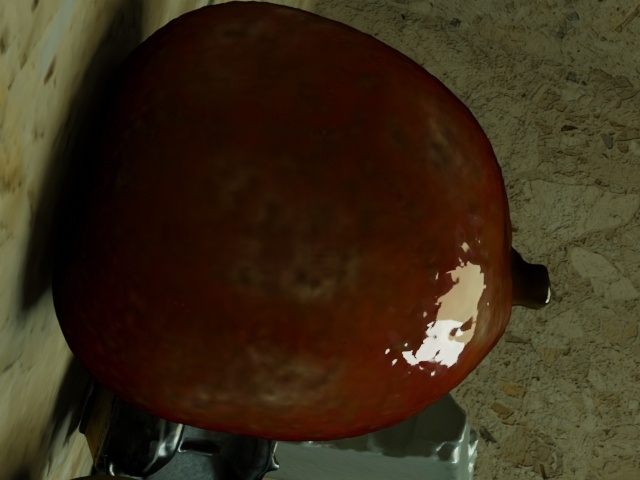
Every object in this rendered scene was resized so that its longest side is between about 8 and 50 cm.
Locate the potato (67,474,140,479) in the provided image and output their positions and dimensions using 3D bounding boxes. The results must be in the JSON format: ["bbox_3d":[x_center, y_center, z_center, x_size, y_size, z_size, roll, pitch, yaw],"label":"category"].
[{"bbox_3d":[-0.097,0.207,0.436,0.296,0.141,0.191,-79,-176,-88],"label":"potato"}]

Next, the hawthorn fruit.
[{"bbox_3d":[0.000,0.000,0.412,0.169,0.188,0.169,12,90,-89],"label":"hawthorn fruit"}]

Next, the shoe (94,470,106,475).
[{"bbox_3d":[-0.143,0.204,0.897,0.098,0.103,0.274,120,-18,-82],"label":"shoe"}]

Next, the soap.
[{"bbox_3d":[0.016,0.035,0.796,0.159,0.258,0.302,58,41,-54],"label":"soap"}]

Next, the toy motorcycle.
[{"bbox_3d":[-0.058,0.025,0.592,0.157,0.091,0.263,41,-67,61],"label":"toy motorcycle"}]
